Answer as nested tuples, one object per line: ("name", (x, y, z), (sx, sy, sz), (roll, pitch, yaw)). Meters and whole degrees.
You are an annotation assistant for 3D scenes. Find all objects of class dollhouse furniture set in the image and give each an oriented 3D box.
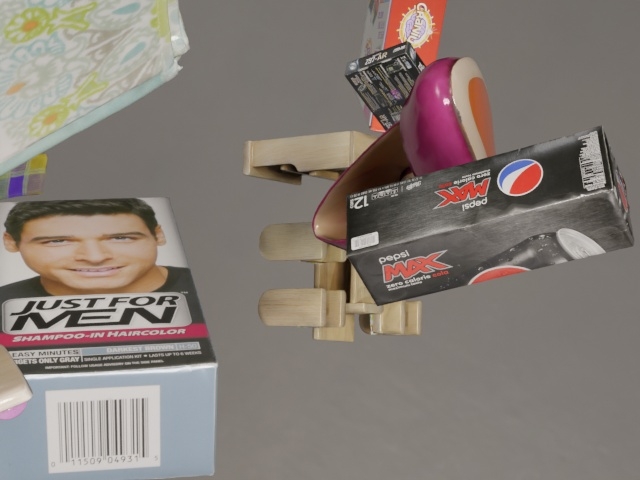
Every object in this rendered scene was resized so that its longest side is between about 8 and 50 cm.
("dollhouse furniture set", (0.000, 0.000, 1.754), (0.212, 0.161, 0.242), (9, 81, -53))

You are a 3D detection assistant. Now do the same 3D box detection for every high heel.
("high heel", (0.058, -0.049, 1.220), (0.377, 0.181, 0.127), (64, 22, -70))

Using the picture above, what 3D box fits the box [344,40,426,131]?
("box", (0.072, -0.139, 1.337), (0.083, 0.067, 0.018), (49, 37, -34))

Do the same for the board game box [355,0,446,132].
("board game box", (0.104, -0.305, 1.743), (0.242, 0.064, 0.316), (-100, -161, -72))

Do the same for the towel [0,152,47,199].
("towel", (-0.391, -0.084, 1.903), (0.083, 0.009, 0.060), (-11, 122, -55))

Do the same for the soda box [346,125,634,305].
("soda box", (0.103, -0.013, 0.899), (0.060, 0.169, 0.053), (58, 25, -44))

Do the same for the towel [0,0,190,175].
("towel", (-0.287, -0.180, 1.264), (0.374, 0.090, 0.320), (-31, 157, -16))

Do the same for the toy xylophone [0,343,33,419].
("toy xylophone", (-0.277, -0.008, 0.815), (0.081, 0.236, 0.322), (-35, 119, -12))

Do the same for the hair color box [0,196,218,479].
("hair color box", (-0.211, 0.079, 1.336), (0.374, 0.185, 0.113), (-118, -151, -64))
